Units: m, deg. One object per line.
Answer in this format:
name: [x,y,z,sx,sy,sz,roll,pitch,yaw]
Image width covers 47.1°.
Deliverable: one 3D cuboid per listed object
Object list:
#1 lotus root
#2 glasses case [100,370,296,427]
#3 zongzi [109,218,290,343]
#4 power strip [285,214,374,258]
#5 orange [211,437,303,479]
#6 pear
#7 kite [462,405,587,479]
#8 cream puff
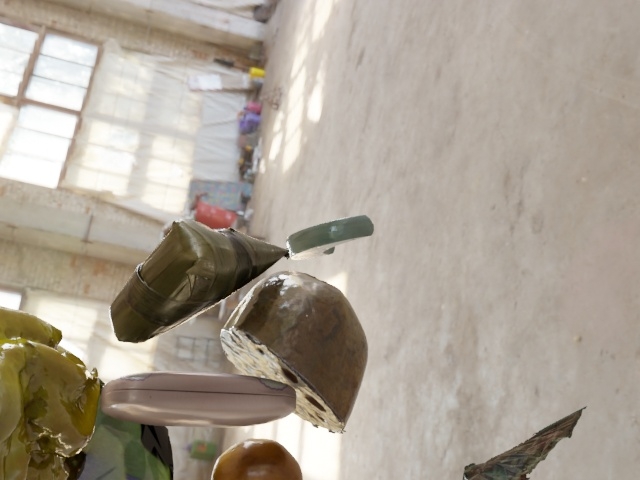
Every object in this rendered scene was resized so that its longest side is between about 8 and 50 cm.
lotus root: [-0.030,0.173,1.222,0.192,0.272,0.272,-57,2,-28]
glasses case: [-0.178,0.241,1.106,0.113,0.296,0.075,-40,47,53]
zongzi: [-0.187,0.068,1.136,0.221,0.242,0.112,-41,67,24]
power strip: [0.000,0.000,1.691,0.253,0.167,0.054,-25,75,60]
orange: [-0.107,0.406,1.237,0.136,0.158,0.159,-89,14,-76]
pear: [-0.475,0.423,1.294,0.165,0.398,0.399,-22,53,45]
kite: [0.365,0.463,1.398,0.406,0.368,0.014,-51,45,7]
cream puff: [-0.416,0.232,0.873,0.257,0.291,0.325,21,-99,-60]
